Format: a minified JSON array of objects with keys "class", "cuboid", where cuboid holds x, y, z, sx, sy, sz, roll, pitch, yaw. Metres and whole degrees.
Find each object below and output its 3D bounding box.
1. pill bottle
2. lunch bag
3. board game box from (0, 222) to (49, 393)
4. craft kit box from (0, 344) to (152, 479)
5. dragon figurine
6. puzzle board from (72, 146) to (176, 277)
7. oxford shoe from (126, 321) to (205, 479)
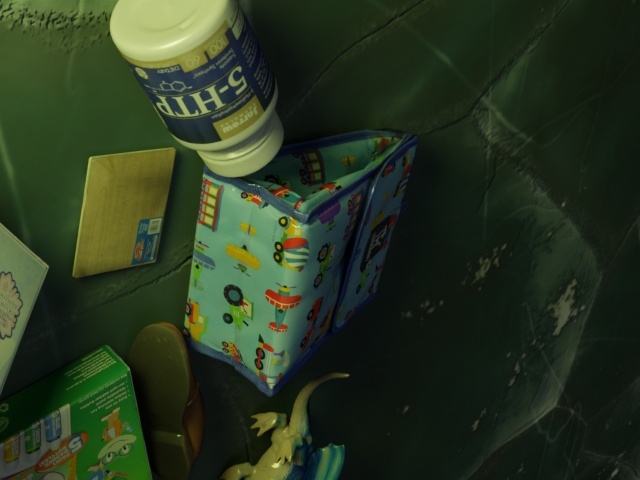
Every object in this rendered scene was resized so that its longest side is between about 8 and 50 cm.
[{"class":"pill bottle","cuboid":[-0.102,-0.147,1.036,0.112,0.112,0.187,-44,141,-13]},{"class":"lunch bag","cuboid":[0.000,0.000,1.269,0.293,0.138,0.221,-27,136,-49]},{"class":"board game box","cuboid":[-0.359,0.076,0.842,0.319,0.066,0.318,56,41,-50]},{"class":"craft kit box","cuboid":[-0.296,0.265,1.188,0.250,0.061,0.247,-30,139,-29]},{"class":"dragon figurine","cuboid":[-0.029,0.274,1.450,0.144,0.085,0.289,15,106,-51]},{"class":"puzzle board","cuboid":[-0.191,-0.028,1.112,0.096,0.011,0.128,-12,126,-43]},{"class":"oxford shoe","cuboid":[-0.163,0.163,1.255,0.076,0.076,0.212,-56,154,-48]}]
